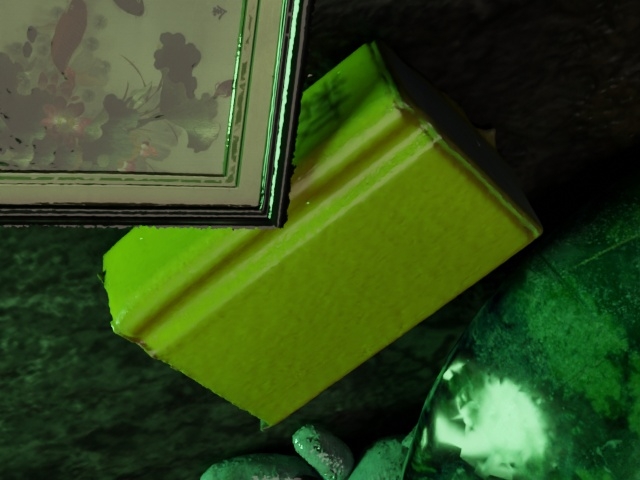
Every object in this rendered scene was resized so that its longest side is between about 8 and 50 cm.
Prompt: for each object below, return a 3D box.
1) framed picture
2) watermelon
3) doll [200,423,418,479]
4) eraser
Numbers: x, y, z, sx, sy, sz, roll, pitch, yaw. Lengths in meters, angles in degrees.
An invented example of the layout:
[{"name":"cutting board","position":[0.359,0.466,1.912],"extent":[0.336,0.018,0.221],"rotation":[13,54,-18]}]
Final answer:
[{"name":"framed picture","position":[-0.100,-0.090,0.730],"extent":[0.199,0.010,0.195],"rotation":[0,122,-13]},{"name":"watermelon","position":[0.238,0.117,0.947],"extent":[0.319,0.222,0.292],"rotation":[-19,140,-21]},{"name":"doll","position":[0.007,0.185,1.059],"extent":[0.179,0.075,0.120],"rotation":[-5,133,-18]},{"name":"eraser","position":[0.000,0.000,0.868],"extent":[0.226,0.069,0.158],"rotation":[-37,132,15]}]
